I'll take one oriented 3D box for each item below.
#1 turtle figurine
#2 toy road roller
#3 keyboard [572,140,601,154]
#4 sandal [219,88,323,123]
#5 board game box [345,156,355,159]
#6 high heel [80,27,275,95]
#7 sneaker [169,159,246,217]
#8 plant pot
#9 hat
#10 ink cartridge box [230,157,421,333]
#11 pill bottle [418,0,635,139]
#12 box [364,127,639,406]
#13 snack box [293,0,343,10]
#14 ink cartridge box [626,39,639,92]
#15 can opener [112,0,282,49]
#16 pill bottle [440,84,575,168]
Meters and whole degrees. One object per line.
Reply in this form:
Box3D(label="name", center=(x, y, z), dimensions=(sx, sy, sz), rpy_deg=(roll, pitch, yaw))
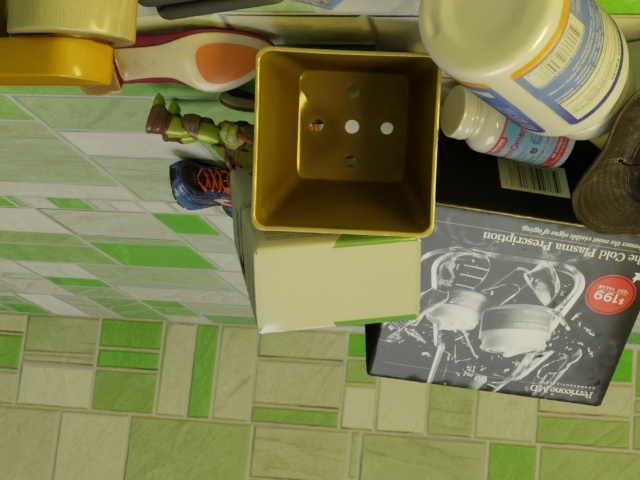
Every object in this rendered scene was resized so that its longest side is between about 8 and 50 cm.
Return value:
Box3D(label="turtle figurine", center=(-0.114, -0.140, 1.999), dimensions=(0.217, 0.087, 0.269), rpy_deg=(14, -167, 15))
Box3D(label="toy road roller", center=(-0.278, -0.248, 1.430), dimensions=(0.329, 0.203, 0.240), rpy_deg=(4, 180, 31))
Box3D(label="keyboard", center=(0.388, -0.108, 2.106), dimensions=(0.201, 0.033, 0.317), rpy_deg=(-2, 166, 31))
Box3D(label="sandal", center=(-0.049, -0.184, 1.924), dimensions=(0.180, 0.049, 0.072), rpy_deg=(16, -166, 23))
Box3D(label="board game box", center=(0.038, -0.097, 2.277), dimensions=(0.243, 0.042, 0.165), rpy_deg=(1, 166, 20))
Box3D(label="high heel", center=(-0.175, -0.228, 1.799), dimensions=(0.244, 0.082, 0.117), rpy_deg=(-13, -152, 5))
Box3D(label="sneaker", center=(-0.152, -0.090, 2.351), dimensions=(0.087, 0.083, 0.221), rpy_deg=(-23, 157, 39))
Box3D(label="plant pot", center=(0.033, -0.128, 1.772), dimensions=(0.212, 0.212, 0.187), rpy_deg=(3, -170, 3))
Box3D(label="hat", center=(0.447, -0.078, 1.638), dimensions=(0.331, 0.134, 0.331), rpy_deg=(-23, 149, -14))
Box3D(label="ink cartridge box", center=(0.000, 0.000, 1.862), dimensions=(0.201, 0.117, 0.278), rpy_deg=(-5, -156, -8))
Box3D(label="pill bottle", center=(0.226, -0.196, 1.516), dimensions=(0.152, 0.152, 0.272), rpy_deg=(-2, 165, 31))
Box3D(label="box", center=(0.257, 0.040, 2.012), dimensions=(0.343, 0.179, 0.312), rpy_deg=(8, 128, -6))
Box3D(label="snack box", center=(0.017, -0.281, 1.524), dimensions=(0.064, 0.022, 0.178), rpy_deg=(9, 167, -21))
Box3D(label="ink cartridge box", center=(0.396, -0.171, 1.691), dimensions=(0.052, 0.089, 0.122), rpy_deg=(-8, 162, 36))
Box3D(label="can opener", center=(-0.167, -0.246, 1.590), dimensions=(0.283, 0.095, 0.076), rpy_deg=(-2, 166, 32))
Box3D(label="pill bottle", center=(0.238, -0.148, 1.866), dimensions=(0.160, 0.087, 0.087), rpy_deg=(11, 166, -22))
